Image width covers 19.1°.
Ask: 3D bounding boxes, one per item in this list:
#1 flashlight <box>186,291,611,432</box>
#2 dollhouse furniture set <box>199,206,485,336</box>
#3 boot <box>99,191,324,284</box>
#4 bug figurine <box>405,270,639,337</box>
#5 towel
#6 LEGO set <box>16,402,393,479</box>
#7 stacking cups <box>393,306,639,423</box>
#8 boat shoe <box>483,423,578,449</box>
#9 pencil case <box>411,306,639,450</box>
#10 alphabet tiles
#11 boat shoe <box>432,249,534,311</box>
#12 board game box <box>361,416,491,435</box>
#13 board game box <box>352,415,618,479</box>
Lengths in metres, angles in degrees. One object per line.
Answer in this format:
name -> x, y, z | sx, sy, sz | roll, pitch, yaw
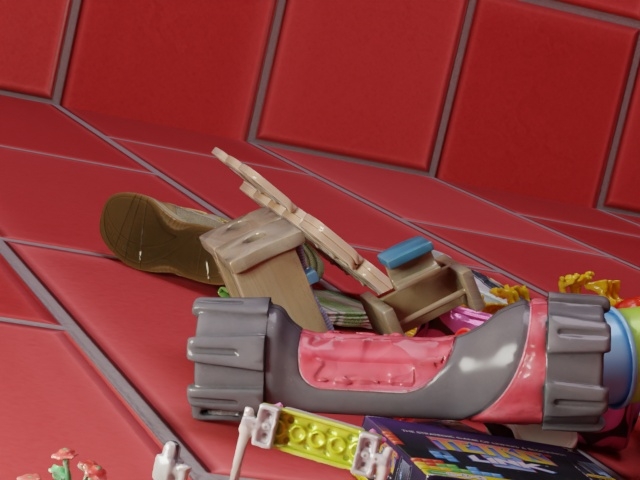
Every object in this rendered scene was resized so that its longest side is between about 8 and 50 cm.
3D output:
flashlight -> 0.057, 0.082, 1.385 | 0.304, 0.103, 0.103 | 4, -24, 5
dollhouse furniture set -> 0.016, 0.026, 1.603 | 0.184, 0.129, 0.129 | -25, 16, -10
boot -> -0.118, 0.005, 2.049 | 0.213, 0.077, 0.165 | 17, 7, 36
bug figurine -> 0.197, 0.083, 1.799 | 0.279, 0.072, 0.216 | -13, -10, 35
towel -> -0.016, 0.071, 1.952 | 0.152, 0.023, 0.113 | 3, 10, -42
LEGO set -> -0.062, 0.141, 1.003 | 0.287, 0.107, 0.132 | 12, 7, -8
stacking cups -> 0.203, 0.100, 1.515 | 0.316, 0.096, 0.096 | -7, 13, -16
boat shoe -> 0.169, 0.156, 1.549 | 0.046, 0.038, 0.125 | -38, 31, -20
pencil case -> 0.176, 0.110, 1.647 | 0.209, 0.098, 0.095 | 12, 37, 7
alphabet tiles -> 0.000, 0.000, 2.069 | 0.278, 0.021, 0.284 | 39, -3, -21
boat shoe -> 0.172, 0.068, 2.089 | 0.183, 0.065, 0.083 | 32, 11, 25
board game box -> 0.094, 0.157, 1.481 | 0.090, 0.020, 0.090 | 4, 12, -44
board game box -> 0.124, 0.172, 1.316 | 0.170, 0.048, 0.141 | 10, 9, -18
